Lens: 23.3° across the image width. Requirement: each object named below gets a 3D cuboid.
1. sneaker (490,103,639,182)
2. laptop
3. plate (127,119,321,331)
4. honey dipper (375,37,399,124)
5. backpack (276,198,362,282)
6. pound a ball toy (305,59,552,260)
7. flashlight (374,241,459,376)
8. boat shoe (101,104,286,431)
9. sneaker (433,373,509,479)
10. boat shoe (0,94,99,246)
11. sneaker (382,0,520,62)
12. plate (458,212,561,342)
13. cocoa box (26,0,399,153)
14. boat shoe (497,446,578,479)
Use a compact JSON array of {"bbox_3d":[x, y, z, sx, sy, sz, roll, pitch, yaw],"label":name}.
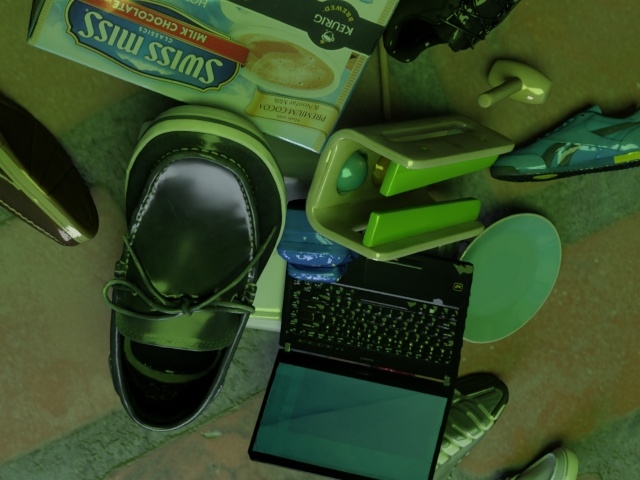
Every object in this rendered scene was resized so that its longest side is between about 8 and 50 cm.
[{"bbox_3d":[0.313,-0.121,1.935,0.209,0.069,0.082,-9,85,6],"label":"sneaker"},{"bbox_3d":[0.047,0.148,1.891,0.234,0.136,0.264,11,116,10],"label":"laptop"},{"bbox_3d":[-0.103,-0.003,1.936,0.278,0.045,0.277,6,115,-12],"label":"plate"},{"bbox_3d":[0.078,-0.185,1.880,0.030,0.030,0.160,-8,116,-4],"label":"honey dipper"},{"bbox_3d":[0.000,0.000,1.836,0.098,0.120,0.101,0,87,9],"label":"backpack"},{"bbox_3d":[0.124,-0.113,1.805,0.136,0.319,0.208,28,112,25],"label":"pound a ball toy"},{"bbox_3d":[0.107,0.116,1.988,0.103,0.103,0.304,-11,118,-41],"label":"flashlight"},{"bbox_3d":[-0.151,0.047,1.779,0.187,0.156,0.500,12,138,-6],"label":"boat shoe"},{"bbox_3d":[0.171,0.285,2.114,0.229,0.086,0.132,-40,146,-7],"label":"sneaker"},{"bbox_3d":[-0.409,-0.103,1.807,0.123,0.123,0.342,-39,112,21],"label":"boat shoe"},{"bbox_3d":[0.182,-0.277,1.727,0.109,0.130,0.286,35,141,-28],"label":"sneaker"},{"bbox_3d":[0.231,0.045,1.992,0.188,0.024,0.188,-19,127,-28],"label":"plate"},{"bbox_3d":[-0.117,-0.286,1.684,0.347,0.231,0.228,20,114,-17],"label":"cocoa box"},{"bbox_3d":[0.272,0.374,2.161,0.081,0.079,0.227,23,114,-23],"label":"boat shoe"}]
